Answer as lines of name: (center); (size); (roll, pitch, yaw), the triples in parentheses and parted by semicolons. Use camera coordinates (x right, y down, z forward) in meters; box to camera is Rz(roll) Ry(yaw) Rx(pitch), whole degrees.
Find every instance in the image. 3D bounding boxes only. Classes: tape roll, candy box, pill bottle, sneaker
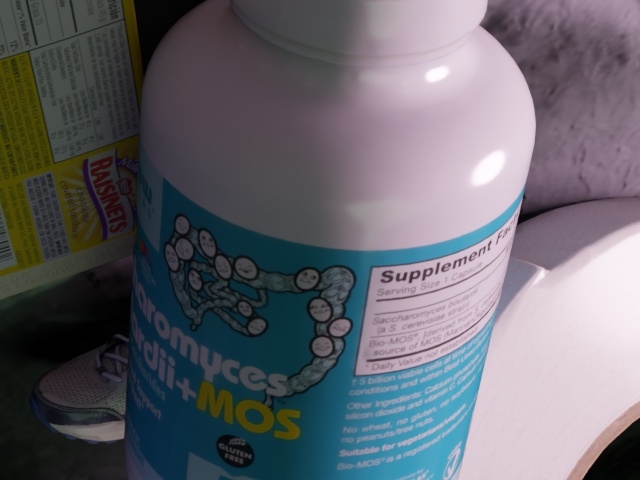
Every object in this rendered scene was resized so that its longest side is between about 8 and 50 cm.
tape roll: (0.170, 0.168, 0.844); (0.392, 0.072, 0.392); (-5, 100, -31)
candy box: (-0.118, -0.050, 0.593); (0.105, 0.027, 0.206); (-21, 146, -15)
pill bottle: (0.000, 0.000, 0.615); (0.146, 0.146, 0.264); (-11, 129, -24)
sneaker: (-0.074, 0.049, 0.745); (0.135, 0.052, 0.058); (-18, 136, -28)
